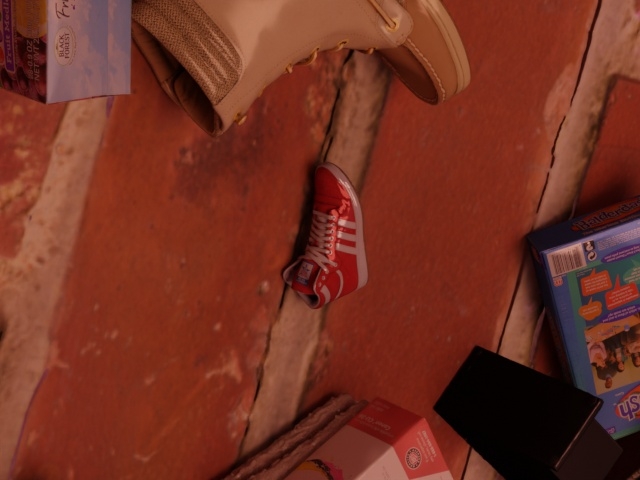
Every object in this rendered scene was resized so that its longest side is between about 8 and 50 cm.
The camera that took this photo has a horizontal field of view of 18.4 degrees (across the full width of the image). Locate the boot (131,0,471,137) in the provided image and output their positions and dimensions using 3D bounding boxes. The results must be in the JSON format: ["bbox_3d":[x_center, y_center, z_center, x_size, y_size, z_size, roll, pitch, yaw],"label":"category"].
[{"bbox_3d":[-0.014,-0.147,1.494,0.203,0.095,0.262,-51,127,-15],"label":"boot"}]

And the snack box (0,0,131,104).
[{"bbox_3d":[-0.201,-0.191,1.257,0.070,0.207,0.175,-10,109,-36],"label":"snack box"}]

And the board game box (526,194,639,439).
[{"bbox_3d":[0.288,0.067,1.787,0.160,0.047,0.210,-19,114,-4],"label":"board game box"}]

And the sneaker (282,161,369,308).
[{"bbox_3d":[0.000,0.000,1.586,0.067,0.042,0.118,-31,123,-31],"label":"sneaker"}]

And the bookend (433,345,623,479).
[{"bbox_3d":[0.207,0.182,1.734,0.072,0.157,0.156,-54,128,-11],"label":"bookend"}]

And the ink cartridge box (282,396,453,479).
[{"bbox_3d":[0.015,0.235,1.595,0.198,0.067,0.115,-39,123,-23],"label":"ink cartridge box"}]

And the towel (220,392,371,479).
[{"bbox_3d":[-0.043,0.267,1.635,0.282,0.049,0.187,-33,121,-25],"label":"towel"}]

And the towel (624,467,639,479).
[{"bbox_3d":[0.424,0.201,1.882,0.324,0.056,0.312,11,132,-46],"label":"towel"}]
